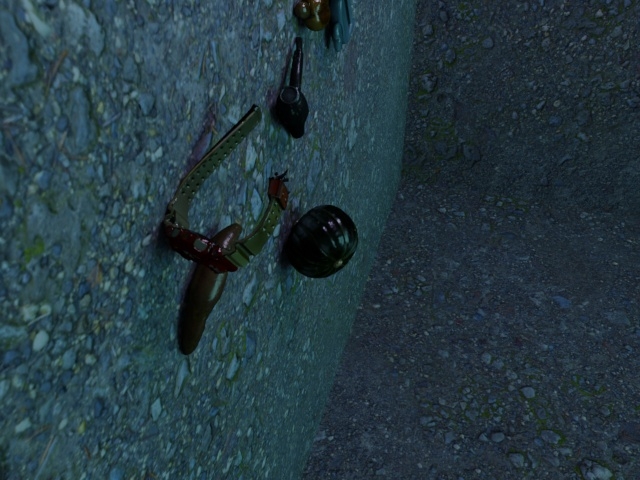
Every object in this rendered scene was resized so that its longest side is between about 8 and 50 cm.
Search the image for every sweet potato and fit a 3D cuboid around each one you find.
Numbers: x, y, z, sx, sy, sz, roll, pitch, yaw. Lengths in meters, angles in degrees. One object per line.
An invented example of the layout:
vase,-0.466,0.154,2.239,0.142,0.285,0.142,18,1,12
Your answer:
sweet potato,-0.200,0.082,0.867,0.078,0.058,0.256,136,-28,-79

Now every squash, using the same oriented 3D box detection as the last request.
squash,0.004,0.003,1.333,0.218,0.218,0.173,71,-2,-63

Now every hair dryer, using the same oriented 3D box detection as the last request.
hair dryer,-0.054,-0.360,1.124,0.195,0.075,0.219,74,21,-80

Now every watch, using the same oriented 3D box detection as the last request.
watch,-0.128,-0.078,0.765,0.268,0.164,0.102,-53,160,-11

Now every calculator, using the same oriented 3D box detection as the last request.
calculator,0.070,-0.676,1.382,0.188,0.042,0.303,66,37,-68

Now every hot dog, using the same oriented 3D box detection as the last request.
hot dog,-0.016,-0.532,1.134,0.140,0.060,0.090,-73,162,-49
